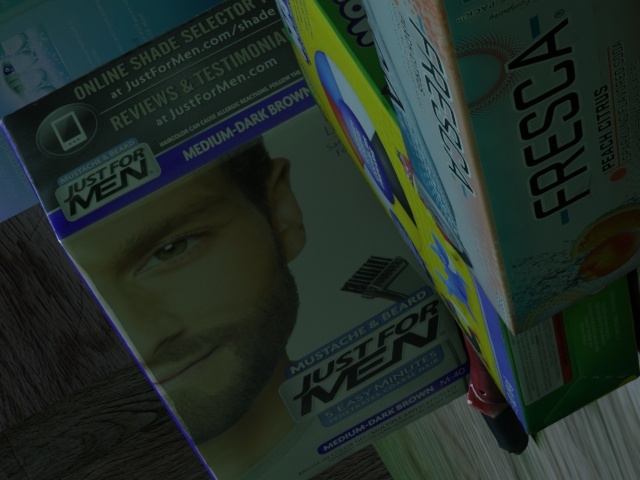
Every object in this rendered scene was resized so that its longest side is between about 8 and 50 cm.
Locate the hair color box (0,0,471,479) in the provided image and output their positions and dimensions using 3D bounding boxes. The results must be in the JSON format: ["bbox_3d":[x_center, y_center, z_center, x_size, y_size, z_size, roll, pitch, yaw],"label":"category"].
[{"bbox_3d":[-0.033,0.017,0.990,0.110,0.185,0.339,58,175,38],"label":"hair color box"}]

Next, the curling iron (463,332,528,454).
[{"bbox_3d":[0.096,0.082,0.857,0.068,0.035,0.274,61,176,16],"label":"curling iron"}]

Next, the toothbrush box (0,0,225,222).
[{"bbox_3d":[-0.184,-0.137,1.060,0.126,0.296,0.216,64,176,-36],"label":"toothbrush box"}]

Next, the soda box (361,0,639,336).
[{"bbox_3d":[0.048,-0.052,0.410,0.063,0.058,0.183,59,175,33],"label":"soda box"}]

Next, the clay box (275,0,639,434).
[{"bbox_3d":[0.035,-0.050,0.608,0.222,0.053,0.127,58,174,36],"label":"clay box"}]
